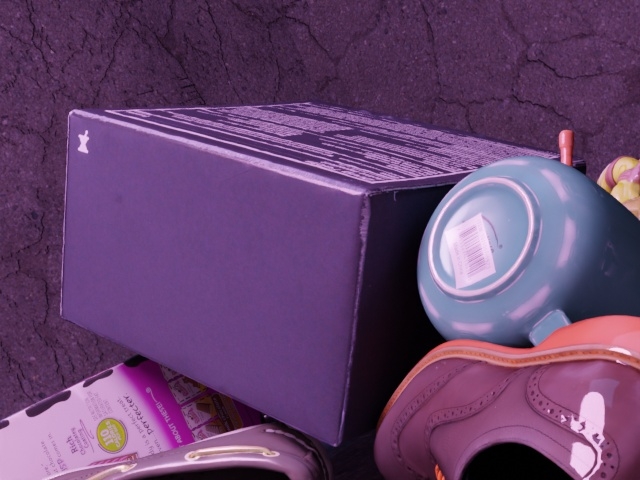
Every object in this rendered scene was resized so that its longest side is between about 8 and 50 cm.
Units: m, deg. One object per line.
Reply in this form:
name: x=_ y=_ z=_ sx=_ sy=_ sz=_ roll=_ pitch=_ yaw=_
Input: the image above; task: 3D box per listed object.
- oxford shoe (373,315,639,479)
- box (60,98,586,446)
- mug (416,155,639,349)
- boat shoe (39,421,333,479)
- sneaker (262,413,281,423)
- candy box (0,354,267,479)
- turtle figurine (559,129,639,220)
oxford shoe: x=0.086 y=0.113 z=0.559 sx=0.098 sy=0.097 sz=0.271 roll=-44 pitch=2 yaw=-29
box: x=0.000 y=0.000 z=0.828 sx=0.296 sy=0.183 sz=0.294 roll=18 pitch=17 yaw=38
mug: x=0.131 y=0.018 z=0.617 sx=0.097 sy=0.130 sz=0.157 roll=29 pitch=-6 yaw=-40
boat shoe: x=-0.139 y=0.204 z=0.712 sx=0.304 sy=0.109 sz=0.091 roll=-21 pitch=-4 yaw=3
sneaker: x=-0.099 y=0.185 z=1.125 sx=0.153 sy=0.101 sz=0.268 roll=-27 pitch=-1 yaw=-16
candy box: x=-0.159 y=0.185 z=0.855 sx=0.233 sy=0.159 sz=0.071 roll=-24 pitch=-2 yaw=-33
turtle figurine: x=0.237 y=-0.006 z=0.674 sx=0.217 sy=0.087 sz=0.270 roll=-9 pitch=42 yaw=18
